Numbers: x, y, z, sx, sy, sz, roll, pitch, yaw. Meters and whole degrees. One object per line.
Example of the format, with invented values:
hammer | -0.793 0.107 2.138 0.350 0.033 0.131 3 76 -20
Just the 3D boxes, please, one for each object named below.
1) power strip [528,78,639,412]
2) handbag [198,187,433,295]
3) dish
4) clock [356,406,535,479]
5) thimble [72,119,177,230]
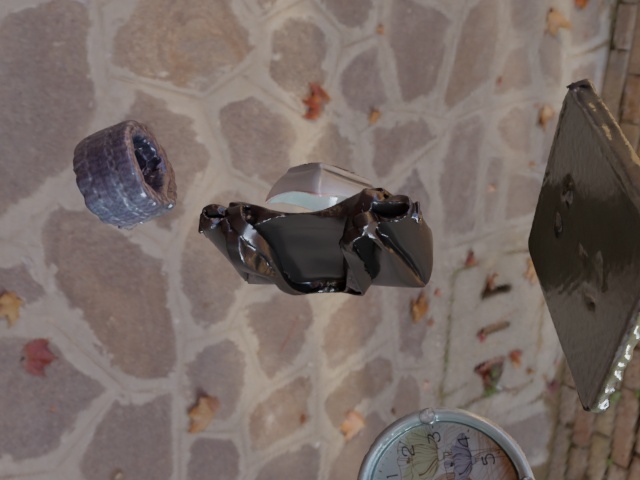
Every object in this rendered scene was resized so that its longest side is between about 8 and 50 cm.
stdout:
power strip | 0.236 0.003 0.694 0.064 0.213 0.198 -1 134 -6
handbag | 0.000 0.001 1.131 0.257 0.285 0.113 52 39 -71
dish | 0.016 -0.094 1.660 0.212 0.151 0.077 14 76 -44
clock | 0.165 0.339 1.133 0.236 0.236 0.053 -65 165 -4
thimble | -0.280 -0.094 1.238 0.097 0.150 0.150 -22 129 12
